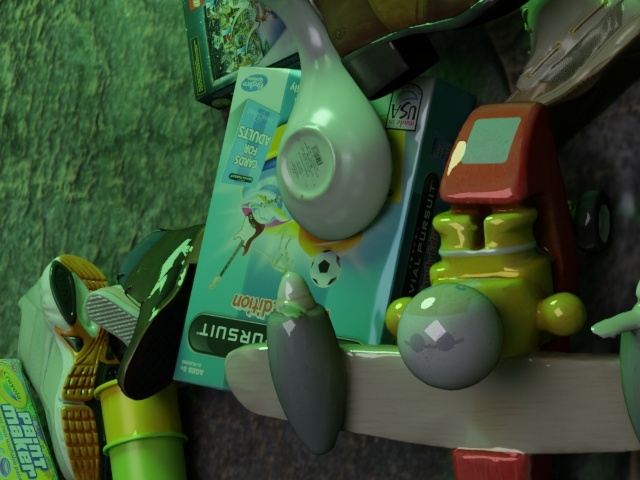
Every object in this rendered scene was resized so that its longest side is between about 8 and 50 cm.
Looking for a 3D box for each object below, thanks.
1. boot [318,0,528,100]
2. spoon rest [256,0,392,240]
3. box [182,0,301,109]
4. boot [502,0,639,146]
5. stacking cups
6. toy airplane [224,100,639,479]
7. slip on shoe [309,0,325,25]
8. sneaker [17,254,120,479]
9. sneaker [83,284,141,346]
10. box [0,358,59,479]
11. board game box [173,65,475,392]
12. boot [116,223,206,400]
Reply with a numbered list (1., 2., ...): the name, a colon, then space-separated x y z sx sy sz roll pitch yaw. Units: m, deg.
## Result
1. boot: 0.072 -0.311 1.577 0.264 0.096 0.280 -33 83 38
2. spoon rest: -0.007 -0.134 1.658 0.137 0.084 0.276 -27 77 37
3. box: -0.078 -0.279 1.863 0.159 0.044 0.233 -22 66 32
4. boot: 0.206 -0.186 1.600 0.213 0.077 0.165 -40 58 17
5. stacking cups: -0.164 0.298 1.757 0.096 0.096 0.316 -24 67 31
6. toy airplane: 0.137 0.116 1.444 0.386 0.272 0.384 -44 66 12
7. slip on shoe: 0.009 -0.293 1.798 0.041 0.051 0.135 -22 58 41
8. sneaker: -0.279 0.156 1.891 0.121 0.099 0.262 -34 57 44
9. sneaker: -0.190 0.095 1.857 0.134 0.070 0.051 38 109 7
10. box: -0.418 0.322 1.848 0.279 0.177 0.290 -48 54 36
11. board game box: 0.000 0.000 1.710 0.254 0.079 0.336 7 83 39
12. boot: -0.173 0.072 1.798 0.106 0.082 0.219 5 53 40
